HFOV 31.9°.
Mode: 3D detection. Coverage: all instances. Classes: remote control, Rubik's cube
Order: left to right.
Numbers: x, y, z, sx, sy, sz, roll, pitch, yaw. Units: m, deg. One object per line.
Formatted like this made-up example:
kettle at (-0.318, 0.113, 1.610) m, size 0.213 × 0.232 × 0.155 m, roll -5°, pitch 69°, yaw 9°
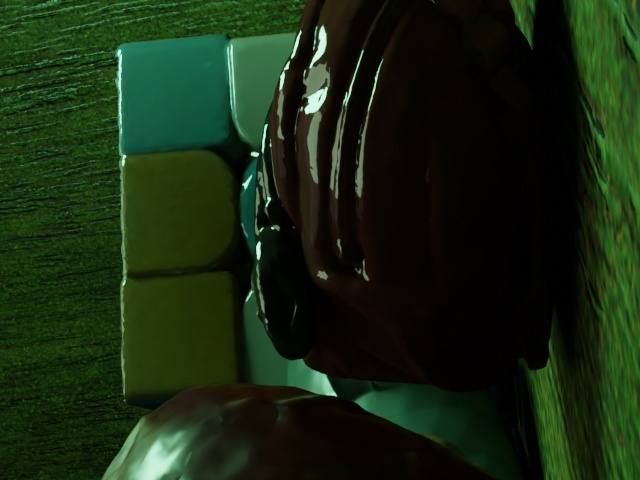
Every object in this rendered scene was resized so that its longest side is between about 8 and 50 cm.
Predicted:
Rubik's cube at (0.000, 0.000, 1.138) m, size 0.347 × 0.344 × 0.346 m, roll 54°, pitch -147°, yaw -78°
remote control at (0.141, 0.075, 0.897) m, size 0.043 × 0.027 × 0.152 m, roll 60°, pitch -152°, yaw -69°

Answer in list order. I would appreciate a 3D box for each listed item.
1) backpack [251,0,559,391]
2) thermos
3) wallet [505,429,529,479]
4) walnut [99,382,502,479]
backpack at (0.050, -0.046, 0.548) m, size 0.229 × 0.139 × 0.229 m, roll 5°, pitch -90°, yaw -69°
thermos at (0.040, 0.107, 0.800) m, size 0.182 × 0.145 × 0.286 m, roll 49°, pitch -163°, yaw -47°
wallet at (0.153, 0.334, 0.937) m, size 0.190 × 0.046 × 0.379 m, roll -81°, pitch -14°, yaw -74°
walnut at (-0.010, 0.193, 0.395) m, size 0.222 × 0.244 × 0.269 m, roll 27°, pitch -107°, yaw -33°
